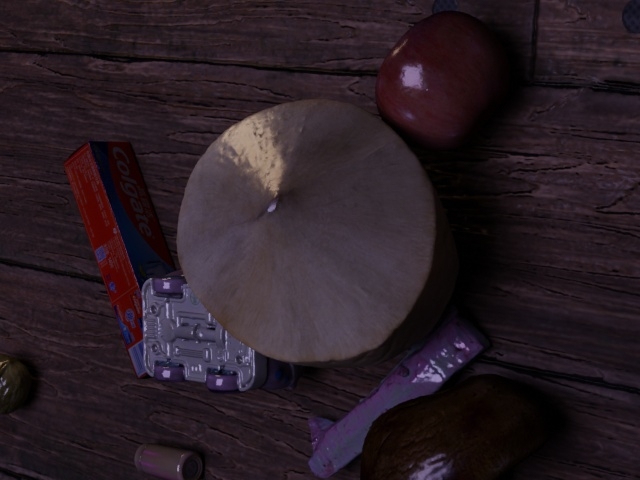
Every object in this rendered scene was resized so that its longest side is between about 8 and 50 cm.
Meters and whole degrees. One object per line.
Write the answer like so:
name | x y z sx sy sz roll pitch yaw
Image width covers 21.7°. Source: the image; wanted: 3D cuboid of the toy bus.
toy bus | -0.108 0.105 2.022 0.202 0.142 0.142 4 95 43

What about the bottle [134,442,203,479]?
bottle | -0.199 0.290 2.179 0.096 0.045 0.045 5 95 44

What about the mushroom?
mushroom | 0.130 0.219 1.780 0.231 0.194 0.138 -35 69 26

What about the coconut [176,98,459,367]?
coconut | 0.000 0.000 1.791 0.329 0.329 0.328 2 93 42

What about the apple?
apple | 0.133 -0.167 1.791 0.120 0.153 0.153 38 118 14

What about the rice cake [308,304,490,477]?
rice cake | 0.078 0.175 1.918 0.290 0.051 0.081 -43 65 34

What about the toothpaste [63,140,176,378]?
toothpaste | -0.245 0.023 2.187 0.066 0.076 0.320 -33 71 38

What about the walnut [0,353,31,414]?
walnut | -0.456 0.205 2.384 0.092 0.092 0.092 2 93 42
